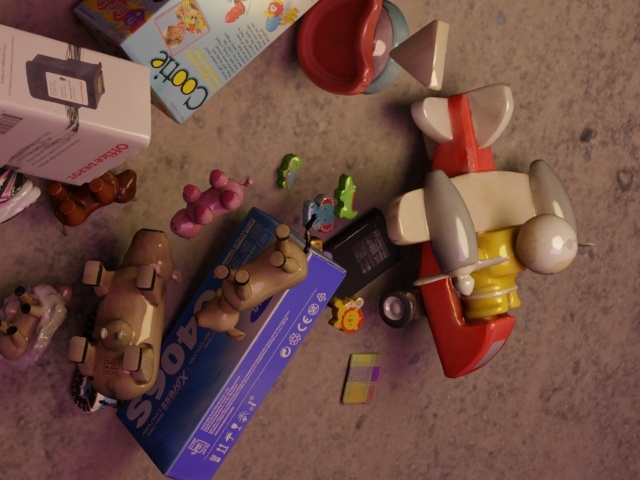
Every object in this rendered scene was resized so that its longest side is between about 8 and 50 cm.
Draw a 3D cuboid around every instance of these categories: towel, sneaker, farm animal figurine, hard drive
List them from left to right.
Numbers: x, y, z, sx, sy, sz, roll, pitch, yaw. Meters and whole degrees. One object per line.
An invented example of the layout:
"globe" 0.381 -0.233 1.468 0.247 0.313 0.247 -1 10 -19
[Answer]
"sneaker" -0.430 -0.035 1.550 0.178 0.072 0.077 -40 106 -21
"sneaker" -0.277 0.150 1.717 0.073 0.063 0.162 7 106 -54
"farm animal figurine" -0.204 0.061 1.608 0.327 0.330 0.172 -64 167 -13
"hard drive" 0.050 0.027 1.901 0.135 0.022 0.094 -36 122 -19
"towel" 0.063 0.213 1.980 0.060 0.009 0.083 2 104 -33

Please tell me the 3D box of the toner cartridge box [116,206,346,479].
"toner cartridge box" -0.123 0.141 1.715 0.075 0.165 0.348 31 94 -40

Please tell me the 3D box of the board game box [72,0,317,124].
"board game box" -0.137 -0.301 1.573 0.275 0.142 0.144 -43 133 -9

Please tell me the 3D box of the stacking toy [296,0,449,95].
"stacking toy" 0.119 -0.327 1.682 0.130 0.279 0.309 6 101 -46

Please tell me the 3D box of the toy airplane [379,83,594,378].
"toy airplane" 0.246 -0.036 1.851 0.386 0.272 0.384 -57 140 -27

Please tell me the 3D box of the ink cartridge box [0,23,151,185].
"ink cartridge box" -0.332 -0.152 1.450 0.237 0.172 0.100 12 68 -36

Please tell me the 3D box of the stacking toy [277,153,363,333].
"stacking toy" 0.000 0.000 1.770 0.052 0.167 0.221 -9 110 -31
